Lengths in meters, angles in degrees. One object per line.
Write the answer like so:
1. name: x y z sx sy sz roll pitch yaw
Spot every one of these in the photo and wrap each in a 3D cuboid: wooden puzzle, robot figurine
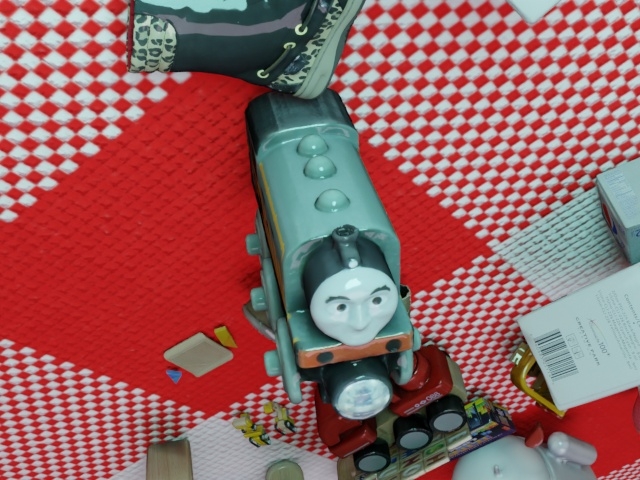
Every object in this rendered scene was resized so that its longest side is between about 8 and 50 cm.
1. wooden puzzle: -0.163 0.153 1.159 0.116 0.014 0.078 -25 137 11
2. robot figurine: 0.379 0.470 1.590 0.353 0.200 0.300 23 111 -41

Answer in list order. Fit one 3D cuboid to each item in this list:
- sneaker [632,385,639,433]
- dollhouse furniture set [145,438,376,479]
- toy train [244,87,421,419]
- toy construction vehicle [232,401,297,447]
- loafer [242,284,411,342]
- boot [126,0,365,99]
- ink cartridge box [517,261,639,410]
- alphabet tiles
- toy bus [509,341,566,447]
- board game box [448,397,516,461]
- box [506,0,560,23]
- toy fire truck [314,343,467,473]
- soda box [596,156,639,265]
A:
1. sneaker: 0.574 0.222 1.452 0.136 0.116 0.314 3 133 -8
2. dollhouse furniture set: -0.052 0.430 1.313 0.394 0.362 0.256 -8 101 -9
3. toy train: 0.000 0.000 0.786 0.142 0.334 0.190 -9 127 -5
4. toy construction vehicle: -0.087 0.284 1.338 0.086 0.035 0.098 -19 141 21
5. loafer: 0.016 0.081 1.085 0.251 0.094 0.087 4 114 -38
6. boot: -0.057 -0.213 0.681 0.179 0.085 0.236 2 140 -18
7. ink cartridge box: 0.456 0.076 1.058 0.309 0.130 0.272 -13 165 -37
8. alphabet tiles: 0.141 0.327 1.346 0.198 0.009 0.237 -29 -177 7
9. toy bus: 0.345 0.202 1.324 0.104 0.191 0.202 35 132 7
10. board game box: 0.236 0.337 1.484 0.170 0.048 0.141 -31 149 18
11. box: 0.112 -0.278 0.581 0.119 0.182 0.181 -39 137 24
12. toy fire truck: 0.067 0.224 1.236 0.217 0.158 0.246 -34 127 23
13. soda box: 0.490 -0.077 1.039 0.286 0.091 0.098 -23 143 9
